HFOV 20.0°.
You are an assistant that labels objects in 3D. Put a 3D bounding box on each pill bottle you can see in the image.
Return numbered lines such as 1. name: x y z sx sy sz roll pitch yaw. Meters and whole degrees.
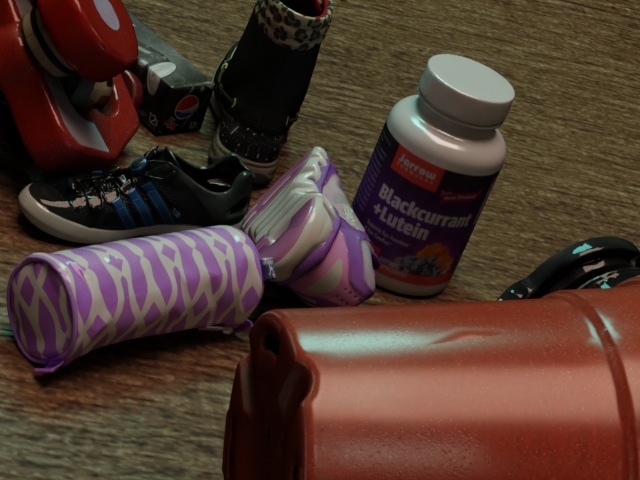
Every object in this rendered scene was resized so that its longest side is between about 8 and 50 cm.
1. pill bottle: 0.095 -0.058 1.572 0.108 0.193 0.108 17 28 -9

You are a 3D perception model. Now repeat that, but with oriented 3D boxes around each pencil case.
1. pencil case: -0.135 0.041 1.361 0.206 0.088 0.086 -8 3 -44

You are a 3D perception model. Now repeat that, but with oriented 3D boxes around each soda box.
1. soda box: -0.177 -0.167 1.718 0.060 0.053 0.169 -11 42 -46

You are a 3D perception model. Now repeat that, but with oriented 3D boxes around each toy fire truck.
1. toy fire truck: -0.238 -0.195 1.567 0.302 0.169 0.254 65 18 11

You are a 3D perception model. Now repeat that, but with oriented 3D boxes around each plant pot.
1. plant pot: 0.087 0.150 1.161 0.265 0.272 0.272 3 32 -16

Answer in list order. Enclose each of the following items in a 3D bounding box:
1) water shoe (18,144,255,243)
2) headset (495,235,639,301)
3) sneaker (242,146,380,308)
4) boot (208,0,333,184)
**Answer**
1. water shoe: -0.150 -0.046 1.496 0.203 0.080 0.073 1 34 -34
2. headset: 0.286 0.072 1.492 0.243 0.185 0.394 33 41 19
3. sneaker: 0.000 0.000 1.523 0.104 0.095 0.236 40 13 -14
4. boot: -0.042 -0.178 1.698 0.085 0.179 0.236 17 29 -9
